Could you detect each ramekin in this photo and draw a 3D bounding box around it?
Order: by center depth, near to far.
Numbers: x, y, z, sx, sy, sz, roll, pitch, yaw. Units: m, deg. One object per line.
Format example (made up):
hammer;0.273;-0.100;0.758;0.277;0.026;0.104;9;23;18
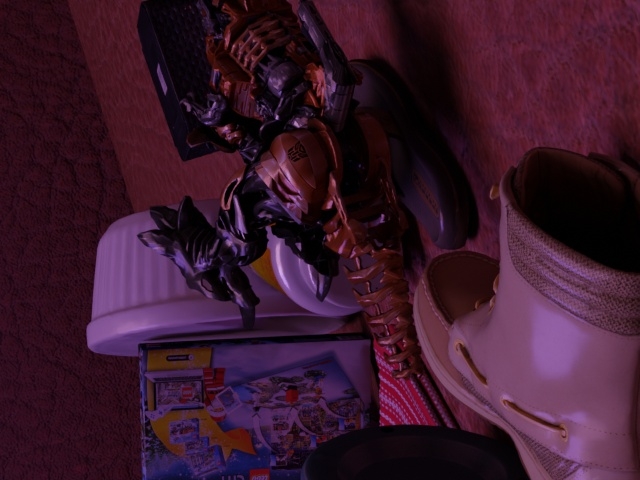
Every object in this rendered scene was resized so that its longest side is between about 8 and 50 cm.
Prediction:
ramekin;-0.110;0.040;1.515;0.273;0.273;0.127;131;135;-75

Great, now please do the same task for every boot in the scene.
boot;0.127;0.026;0.863;0.262;0.095;0.203;-121;20;-53

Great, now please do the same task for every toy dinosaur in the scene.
toy dinosaur;-0.022;-0.047;1.054;0.218;0.164;0.321;129;139;-51

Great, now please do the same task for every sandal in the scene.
sandal;0.048;-0.066;1.136;0.090;0.060;0.219;86;161;-46

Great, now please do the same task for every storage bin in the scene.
storage bin;-0.150;-0.198;1.727;0.122;0.084;0.180;132;119;-75

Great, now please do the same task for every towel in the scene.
towel;0.100;0.234;1.392;0.274;0.031;0.199;87;159;-48

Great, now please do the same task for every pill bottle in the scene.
pill bottle;0.000;0.000;1.297;0.215;0.117;0.117;-151;44;-72

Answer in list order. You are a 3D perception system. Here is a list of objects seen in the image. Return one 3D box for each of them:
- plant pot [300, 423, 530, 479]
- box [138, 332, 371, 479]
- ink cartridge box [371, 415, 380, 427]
plant pot;0.072;0.291;1.119;0.271;0.272;0.255;-138;46;-65
box;-0.065;0.179;1.471;0.044;0.233;0.159;-149;58;-77
ink cartridge box;-0.048;0.347;1.640;0.072;0.307;0.303;31;163;-1
